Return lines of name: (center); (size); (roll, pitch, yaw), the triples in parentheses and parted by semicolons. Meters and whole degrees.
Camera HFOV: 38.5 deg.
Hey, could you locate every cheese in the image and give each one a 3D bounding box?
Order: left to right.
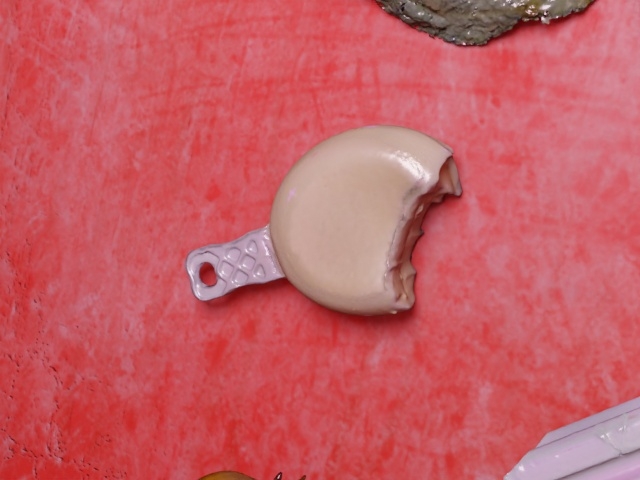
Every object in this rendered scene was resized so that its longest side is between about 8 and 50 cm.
cheese: (-0.007, -0.019, 0.796); (0.249, 0.071, 0.163); (4, 95, 21)

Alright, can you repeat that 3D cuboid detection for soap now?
soap: (0.229, 0.212, 0.713); (0.230, 0.091, 0.145); (-27, 81, 21)

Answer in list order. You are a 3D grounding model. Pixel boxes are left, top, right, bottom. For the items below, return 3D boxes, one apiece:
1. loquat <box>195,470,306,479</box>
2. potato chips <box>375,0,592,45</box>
loquat: (-0.079, 0.300, 0.783); (0.187, 0.176, 0.234); (21, 68, 45)
potato chips: (0.113, -0.231, 0.719); (0.228, 0.059, 0.167); (-11, 130, 18)
